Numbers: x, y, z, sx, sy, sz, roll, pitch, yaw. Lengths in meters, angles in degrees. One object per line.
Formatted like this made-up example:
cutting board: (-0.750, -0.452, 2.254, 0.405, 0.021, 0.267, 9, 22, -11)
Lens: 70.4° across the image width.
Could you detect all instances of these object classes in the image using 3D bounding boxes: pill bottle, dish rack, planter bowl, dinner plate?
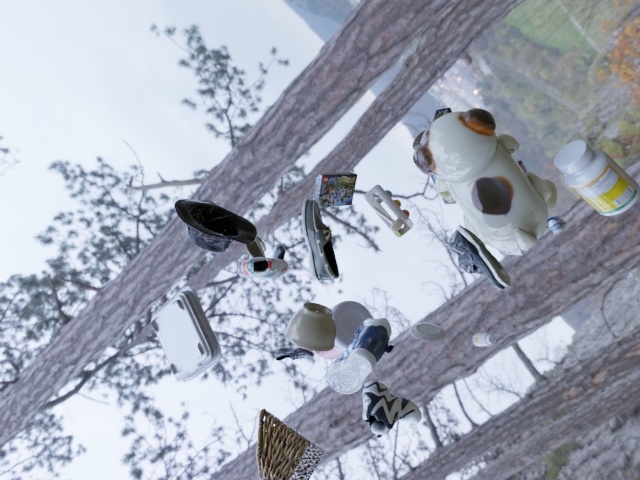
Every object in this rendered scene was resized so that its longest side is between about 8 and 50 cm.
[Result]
pill bottle: (0.715, -0.165, 1.184, 0.208, 0.117, 0.117, 33, -160, -18)
pill bottle: (0.557, 0.337, 1.538, 0.043, 0.043, 0.083, 45, 159, -3)
dish rack: (-0.555, 0.381, 1.812, 0.072, 0.286, 0.332, -6, -118, -58)
pill bottle: (0.075, 0.445, 2.180, 0.229, 0.407, 0.228, 8, -115, -18)
planter bowl: (-0.021, 0.259, 1.410, 0.162, 0.109, 0.162, 14, -170, -3)
dinner plate: (0.417, 0.351, 1.764, 0.141, 0.017, 0.141, 2, -162, -1)

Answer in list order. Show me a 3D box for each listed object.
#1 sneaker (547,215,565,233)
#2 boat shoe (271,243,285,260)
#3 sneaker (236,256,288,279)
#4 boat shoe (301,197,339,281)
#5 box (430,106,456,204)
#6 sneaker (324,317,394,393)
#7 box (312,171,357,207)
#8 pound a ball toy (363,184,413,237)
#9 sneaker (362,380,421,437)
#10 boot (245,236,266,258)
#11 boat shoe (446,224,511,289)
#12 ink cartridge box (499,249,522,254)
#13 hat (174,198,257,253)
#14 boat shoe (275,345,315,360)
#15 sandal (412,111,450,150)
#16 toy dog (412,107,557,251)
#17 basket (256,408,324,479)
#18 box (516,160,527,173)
sneaker: (0.934, -0.073, 1.804, 0.059, 0.053, 0.144, 52, -153, 4)
boat shoe: (-0.159, 0.079, 1.680, 0.049, 0.142, 0.040, -12, -141, -34)
sneaker: (-0.140, 0.074, 1.221, 0.161, 0.075, 0.057, 4, -101, -41)
boat shoe: (0.001, -0.002, 1.571, 0.109, 0.091, 0.304, -50, -46, -62)
box: (0.539, -0.356, 1.931, 0.293, 0.073, 0.295, 49, -129, -41)
sneaker: (0.152, 0.404, 1.650, 0.130, 0.322, 0.236, 36, -132, 5)
box: (0.069, -0.241, 2.157, 0.233, 0.159, 0.044, -9, -152, -42)
pound a ball toy: (0.358, -0.159, 2.327, 0.319, 0.136, 0.208, 54, -171, 32)
sneaker: (0.220, 0.565, 1.433, 0.235, 0.094, 0.153, 42, -135, -22)
boot: (-0.309, 0.079, 2.327, 0.165, 0.077, 0.213, -66, -48, -83)
boat shoe: (0.377, 0.052, 1.095, 0.084, 0.079, 0.233, 29, -160, -26)
ink cartridge box: (0.810, 0.014, 1.951, 0.097, 0.046, 0.207, 5, 166, 30)
hat: (-0.423, -0.034, 1.763, 0.331, 0.133, 0.331, 24, -161, -9)
boat shoe: (-0.123, 0.543, 2.132, 0.075, 0.206, 0.065, 63, -143, -35)
sandal: (0.422, -0.400, 1.697, 0.072, 0.180, 0.049, 44, -167, 16)
toy dog: (0.435, -0.172, 1.272, 0.408, 0.285, 0.395, 47, -144, -17)
basket: (-0.148, 0.779, 1.641, 0.223, 0.213, 0.299, 25, 158, 23)
box: (0.684, -0.216, 1.615, 0.114, 0.036, 0.207, 7, 161, 43)
